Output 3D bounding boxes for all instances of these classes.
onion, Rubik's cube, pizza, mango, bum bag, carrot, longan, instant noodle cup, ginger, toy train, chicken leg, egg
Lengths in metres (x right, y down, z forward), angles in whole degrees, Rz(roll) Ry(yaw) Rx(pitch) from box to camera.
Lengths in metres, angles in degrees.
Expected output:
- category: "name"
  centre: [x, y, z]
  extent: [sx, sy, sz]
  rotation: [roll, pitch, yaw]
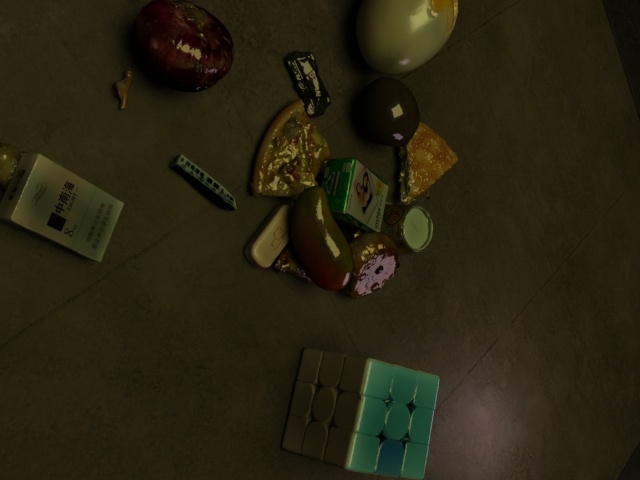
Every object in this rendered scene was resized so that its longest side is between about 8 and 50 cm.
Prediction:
- category: "onion"
  centre: [-0.327, -0.467, 1.665]
  extent: [0.246, 0.190, 0.246]
  rotation: [22, 47, -26]
- category: "Rubik's cube"
  centre: [0.111, 0.476, 1.914]
  extent: [0.290, 0.291, 0.292]
  rotation: [23, 73, -36]
- category: "pizza"
  centre: [0.302, -0.243, 2.240]
  extent: [0.280, 0.075, 0.288]
  rotation: [38, 68, -27]
- category: "mango"
  centre: [-0.003, 0.003, 1.881]
  extent: [0.129, 0.146, 0.289]
  rotation: [-29, 97, -50]
- category: "bum bag"
  centre: [-0.034, -0.451, 1.992]
  extent: [0.087, 0.049, 0.198]
  rotation: [-27, 107, -11]
- category: "carrot"
  centre: [-0.102, 0.048, 1.926]
  extent: [0.032, 0.032, 0.093]
  rotation: [25, 67, -35]
- category: "longan"
  centre: [0.204, -0.382, 2.093]
  extent: [0.198, 0.198, 0.212]
  rotation: [-52, 133, -28]
- category: "pizza"
  centre: [-0.068, -0.228, 1.933]
  extent: [0.223, 0.089, 0.323]
  rotation: [35, 68, -29]
- category: "instant noodle cup"
  centre: [0.251, -0.033, 2.139]
  extent: [0.182, 0.144, 0.182]
  rotation: [2, 86, -39]
- category: "ginger"
  centre: [-0.472, -0.360, 1.646]
  extent: [0.048, 0.030, 0.097]
  rotation: [23, 74, -65]
- category: "toy train"
  centre: [-0.292, -0.142, 1.772]
  extent: [0.207, 0.043, 0.047]
  rotation: [40, 61, -31]
- category: "chicken leg"
  centre: [-0.640, -0.127, 1.483]
  extent: [0.093, 0.070, 0.178]
  rotation: [-42, 120, -39]
- category: "egg"
  centre: [0.247, -0.653, 2.076]
  extent: [0.283, 0.283, 0.345]
  rotation: [44, 70, -29]

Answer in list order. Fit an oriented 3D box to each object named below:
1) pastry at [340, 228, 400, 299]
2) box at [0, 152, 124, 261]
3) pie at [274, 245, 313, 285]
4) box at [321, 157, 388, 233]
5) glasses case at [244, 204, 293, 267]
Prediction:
- category: "pastry"
  centre: [0.134, 0.071, 2.024]
  extent: [0.229, 0.100, 0.218]
  rotation: [-6, 129, -44]
- category: "box"
  centre: [-0.557, -0.067, 1.502]
  extent: [0.243, 0.067, 0.155]
  rotation: [38, 62, -49]
- category: "pie"
  centre: [-0.063, 0.060, 1.930]
  extent: [0.191, 0.033, 0.088]
  rotation: [29, 58, -54]
- category: "box"
  centre: [0.097, -0.124, 2.005]
  extent: [0.250, 0.103, 0.180]
  rotation: [26, 72, -55]
- category: "glasses case"
  centre: [-0.129, -0.013, 1.893]
  extent: [0.083, 0.050, 0.196]
  rotation: [49, 60, -29]
